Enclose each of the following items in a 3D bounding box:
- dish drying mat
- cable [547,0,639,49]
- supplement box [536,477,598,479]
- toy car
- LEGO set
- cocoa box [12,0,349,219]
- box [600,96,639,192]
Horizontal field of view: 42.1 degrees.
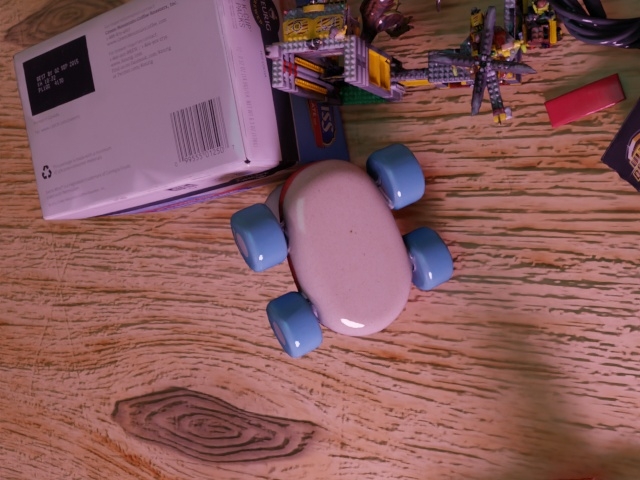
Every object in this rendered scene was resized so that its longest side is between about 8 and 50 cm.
[{"bbox_3d":[0.289,-0.153,0.909,0.083,0.008,0.032,-21,82,32],"label":"dish drying mat"},{"bbox_3d":[0.309,-0.286,0.835,0.151,0.047,0.184,9,98,7],"label":"cable"},{"bbox_3d":[0.271,0.374,0.868,0.078,0.080,0.233,-15,88,34],"label":"supplement box"},{"bbox_3d":[0.000,0.000,1.027,0.210,0.219,0.238,69,164,-14],"label":"toy car"},{"bbox_3d":[0.082,-0.261,0.895,0.331,0.192,0.254,9,95,23],"label":"LEGO set"},{"bbox_3d":[-0.177,-0.170,1.068,0.347,0.228,0.231,-12,88,32],"label":"cocoa box"},{"bbox_3d":[0.432,-0.098,0.711,0.293,0.073,0.295,49,137,30],"label":"box"}]
